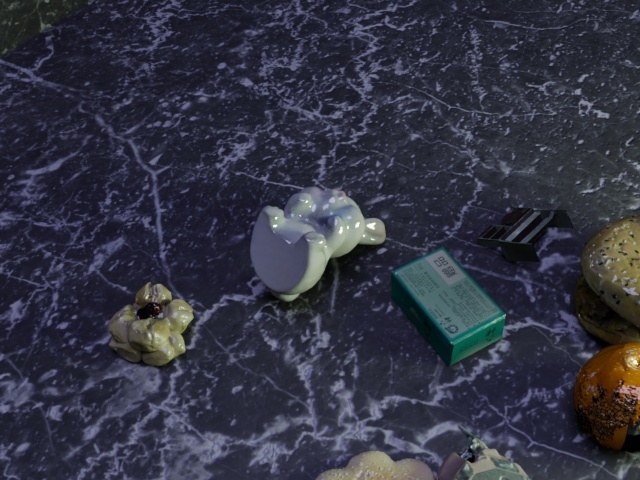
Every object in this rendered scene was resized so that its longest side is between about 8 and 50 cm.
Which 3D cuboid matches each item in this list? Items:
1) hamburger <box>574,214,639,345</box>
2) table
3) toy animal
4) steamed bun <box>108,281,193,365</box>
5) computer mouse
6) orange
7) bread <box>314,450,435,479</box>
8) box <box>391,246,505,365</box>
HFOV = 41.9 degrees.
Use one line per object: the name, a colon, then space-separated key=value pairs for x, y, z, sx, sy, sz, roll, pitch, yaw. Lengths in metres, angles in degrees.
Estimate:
hamburger: x=0.704 y=0.094 z=1.834 sx=0.276 sy=0.195 sz=0.318 roll=11 pitch=47 yaw=13
table: x=0.497 y=-0.016 z=2.035 sx=0.146 sy=0.063 sz=0.175 roll=-39 pitch=23 yaw=-27
toy animal: x=0.000 y=-0.006 z=1.998 sx=0.196 sy=0.241 sz=0.367 roll=34 pitch=44 yaw=22
steamed bun: x=-0.383 y=0.190 z=1.906 sx=0.192 sy=0.106 sz=0.177 roll=24 pitch=56 yaw=23
computer mouse: x=0.324 y=0.511 z=1.539 sx=0.199 sy=0.115 sz=0.389 roll=-4 pitch=39 yaw=-21
orange: x=0.623 y=0.307 z=1.661 sx=0.234 sy=0.182 sz=0.234 roll=-10 pitch=37 yaw=8
bread: x=0.114 y=0.533 z=1.580 sx=0.315 sy=0.054 sz=0.316 roll=-4 pitch=46 yaw=4
box: x=0.284 y=0.146 z=1.893 sx=0.153 sy=0.092 sz=0.245 roll=-24 pitch=51 yaw=-17
